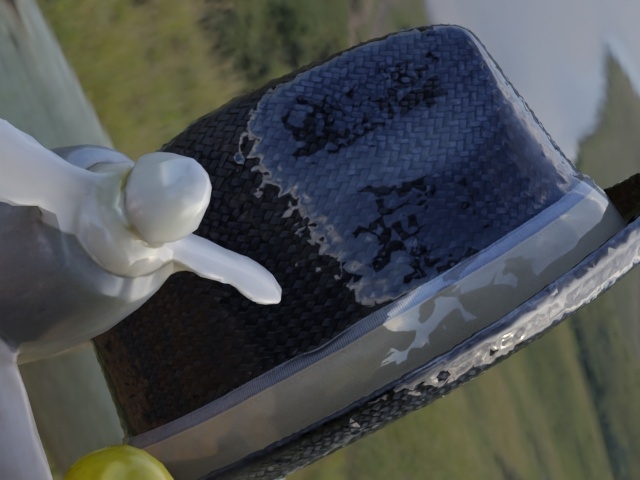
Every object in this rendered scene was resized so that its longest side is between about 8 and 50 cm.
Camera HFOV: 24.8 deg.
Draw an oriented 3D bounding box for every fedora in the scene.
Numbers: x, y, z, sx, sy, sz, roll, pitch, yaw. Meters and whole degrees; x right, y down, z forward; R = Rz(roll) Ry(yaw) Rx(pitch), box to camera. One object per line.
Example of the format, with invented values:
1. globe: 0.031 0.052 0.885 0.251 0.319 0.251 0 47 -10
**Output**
1. fedora: 0.000 0.000 0.701 0.152 0.334 0.334 60 22 -2

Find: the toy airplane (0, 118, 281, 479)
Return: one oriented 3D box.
1. toy airplane: -0.071 0.164 0.451 0.384 0.272 0.386 42 -42 46
